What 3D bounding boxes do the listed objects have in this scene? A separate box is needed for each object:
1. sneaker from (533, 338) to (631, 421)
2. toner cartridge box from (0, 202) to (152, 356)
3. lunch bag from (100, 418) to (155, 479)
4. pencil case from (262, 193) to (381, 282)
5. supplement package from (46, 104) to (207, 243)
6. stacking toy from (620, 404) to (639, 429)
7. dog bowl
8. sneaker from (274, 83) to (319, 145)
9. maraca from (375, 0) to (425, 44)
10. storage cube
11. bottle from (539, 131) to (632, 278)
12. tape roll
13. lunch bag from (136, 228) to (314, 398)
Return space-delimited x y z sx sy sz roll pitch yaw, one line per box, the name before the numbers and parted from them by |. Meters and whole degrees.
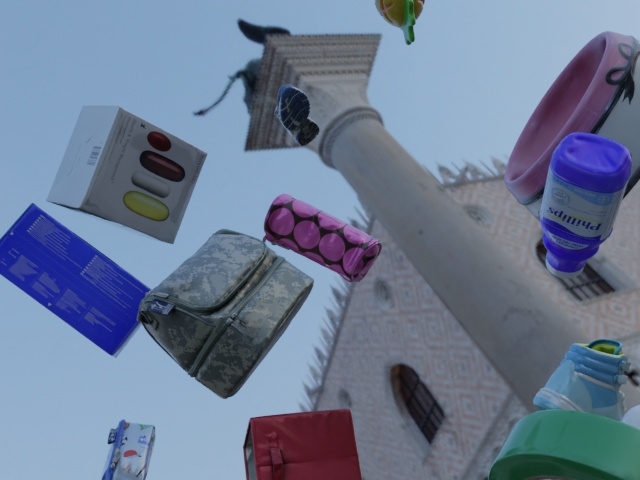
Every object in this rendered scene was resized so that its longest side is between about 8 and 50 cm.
sneaker | 0.595 0.326 1.504 0.319 0.127 0.208 37 -101 -27
toner cartridge box | -0.538 0.088 1.610 0.165 0.347 0.075 -53 -1 -16
lunch bag | -0.495 0.607 1.826 0.114 0.243 0.304 14 -54 -10
pencil case | 0.000 0.000 1.323 0.098 0.209 0.095 -61 -19 -11
supplement package | -0.357 -0.121 1.372 0.203 0.149 0.194 25 -99 -43
stacking toy | 0.626 0.490 1.208 0.350 0.480 0.350 -29 4 2
dog bowl | 0.503 -0.211 1.397 0.150 0.408 0.408 30 -63 -2
sneaker | -0.047 -0.191 1.092 0.052 0.058 0.135 -42 -24 -8
maraca | 0.159 -0.468 1.443 0.099 0.186 0.127 -12 -34 0
storage cube | -0.036 0.437 1.377 0.193 0.184 0.215 -2 -31 -13
bottle | 0.419 -0.045 1.200 0.092 0.118 0.283 -53 -26 -29
tape roll | 0.382 0.357 0.963 0.077 0.321 0.321 -49 -29 -32
lunch bag | -0.196 0.133 1.513 0.305 0.256 0.213 -51 -6 -48
